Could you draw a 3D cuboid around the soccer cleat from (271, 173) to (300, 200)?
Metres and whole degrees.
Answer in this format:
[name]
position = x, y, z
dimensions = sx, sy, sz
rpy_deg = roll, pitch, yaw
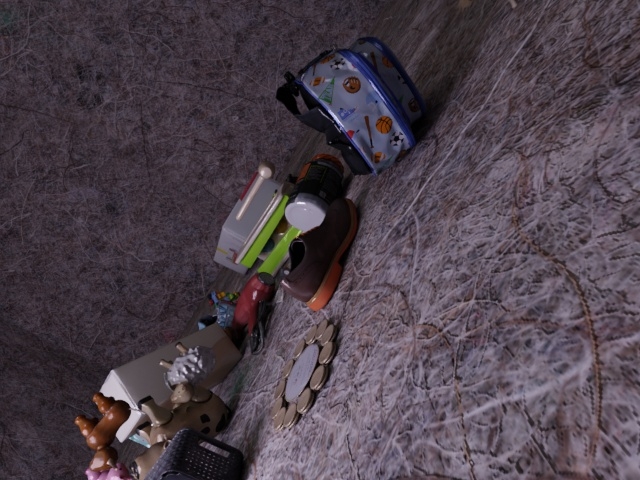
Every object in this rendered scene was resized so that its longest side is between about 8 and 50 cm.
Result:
[soccer cleat]
position = -0.105, -0.142, 1.661
dimensions = 0.289, 0.093, 0.121
rpy_deg = -71, -15, -63

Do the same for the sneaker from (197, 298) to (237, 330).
[sneaker]
position = -0.327, 0.282, 1.461
dimensions = 0.262, 0.125, 0.104
rpy_deg = -55, 13, 16

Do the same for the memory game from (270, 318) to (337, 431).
[memory game]
position = -0.026, 0.208, 0.745
dimensions = 0.186, 0.012, 0.186
rpy_deg = -55, 13, 19

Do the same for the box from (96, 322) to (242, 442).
[box]
position = -0.359, 0.332, 1.150
dimensions = 0.311, 0.121, 0.148
rpy_deg = -21, -26, -53

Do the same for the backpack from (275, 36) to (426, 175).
[backpack]
position = 0.075, -0.244, 0.892
dimensions = 0.213, 0.276, 0.263
rpy_deg = -42, 21, 15

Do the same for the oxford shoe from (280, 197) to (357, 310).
[oxford shoe]
position = 0.000, 0.000, 0.914
dimensions = 0.097, 0.098, 0.271
rpy_deg = -46, 18, 44

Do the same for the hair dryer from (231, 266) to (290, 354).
[hair dryer]
position = -0.177, 0.181, 1.227
dimensions = 0.293, 0.080, 0.224
rpy_deg = -34, 29, 63

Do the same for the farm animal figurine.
[farm animal figurine]
position = -0.308, 0.415, 0.939
dimensions = 0.326, 0.172, 0.331
rpy_deg = -36, -41, -41

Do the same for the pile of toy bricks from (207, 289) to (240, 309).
[pile of toy bricks]
position = -0.342, 0.222, 1.754
dimensions = 0.105, 0.118, 0.212
rpy_deg = -30, -8, -22

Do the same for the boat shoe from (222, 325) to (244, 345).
[boat shoe]
position = -0.288, 0.322, 1.379
dimensions = 0.207, 0.073, 0.073
rpy_deg = -48, -21, 30

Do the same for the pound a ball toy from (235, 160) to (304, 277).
[pound a ball toy]
position = -0.147, -0.066, 1.377
dimensions = 0.319, 0.208, 0.136
rpy_deg = -54, 14, 26

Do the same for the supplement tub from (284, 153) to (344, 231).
[supplement tub]
position = -0.008, -0.122, 1.182
dimensions = 0.117, 0.117, 0.191
rpy_deg = -43, 20, 51

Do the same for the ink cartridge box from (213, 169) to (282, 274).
[ink cartridge box]
position = -0.284, -0.057, 1.903
dimensions = 0.279, 0.160, 0.385
rpy_deg = -65, 8, -25

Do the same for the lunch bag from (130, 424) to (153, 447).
[lunch bag]
position = -0.449, 0.481, 1.422
dimensions = 0.262, 0.160, 0.224
rpy_deg = 129, 166, -80

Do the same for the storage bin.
[storage bin]
position = -0.220, 0.411, 0.776
dimensions = 0.180, 0.122, 0.084
rpy_deg = -54, 13, 23
